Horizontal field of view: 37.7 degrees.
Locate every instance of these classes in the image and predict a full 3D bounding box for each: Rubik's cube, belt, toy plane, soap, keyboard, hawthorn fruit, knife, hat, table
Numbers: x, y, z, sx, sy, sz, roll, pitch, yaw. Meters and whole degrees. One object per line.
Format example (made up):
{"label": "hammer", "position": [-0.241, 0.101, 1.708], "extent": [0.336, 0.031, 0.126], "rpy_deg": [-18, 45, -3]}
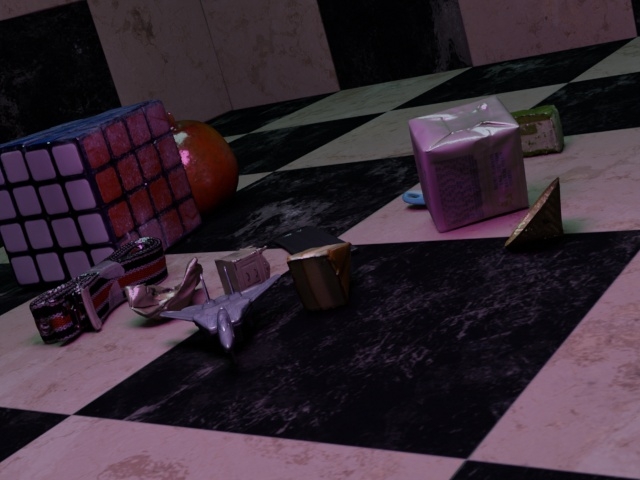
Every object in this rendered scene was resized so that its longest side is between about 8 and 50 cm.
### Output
{"label": "Rubik's cube", "position": [-0.538, -0.110, 2.213], "extent": [0.337, 0.344, 0.344], "rpy_deg": [-7, 16, 30]}
{"label": "belt", "position": [-0.426, 0.091, 1.862], "extent": [0.126, 0.094, 0.359], "rpy_deg": [-9, 16, 28]}
{"label": "toy plane", "position": [-0.147, 0.133, 1.472], "extent": [0.212, 0.088, 0.267], "rpy_deg": [-18, 23, -4]}
{"label": "soap", "position": [0.274, -0.142, 1.745], "extent": [0.182, 0.199, 0.138], "rpy_deg": [-17, 39, -1]}
{"label": "keyboard", "position": [0.004, 0.013, 1.831], "extent": [0.103, 0.041, 0.381], "rpy_deg": [-21, 10, -15]}
{"label": "hawthorn fruit", "position": [-0.358, -0.207, 2.457], "extent": [0.277, 0.298, 0.277], "rpy_deg": [-11, 29, 6]}
{"label": "knife", "position": [0.247, -0.079, 1.906], "extent": [0.064, 0.031, 0.222], "rpy_deg": [-20, 19, -30]}
{"label": "hat", "position": [-0.264, 0.098, 1.750], "extent": [0.147, 0.085, 0.175], "rpy_deg": [-25, -9, 9]}
{"label": "table", "position": [-0.135, 0.057, 1.716], "extent": [0.083, 0.079, 0.062], "rpy_deg": [-25, 17, -36]}
{"label": "hat", "position": [0.375, -0.027, 1.550], "extent": [0.146, 0.067, 0.146], "rpy_deg": [-52, -5, -6]}

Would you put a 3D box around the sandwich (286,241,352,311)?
{"label": "sandwich", "position": [0.002, 0.020, 1.552], "extent": [0.079, 0.113, 0.163], "rpy_deg": [-10, 37, 14]}

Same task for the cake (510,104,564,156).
{"label": "cake", "position": [0.441, -0.244, 2.158], "extent": [0.235, 0.100, 0.099], "rpy_deg": [-6, 17, 32]}
